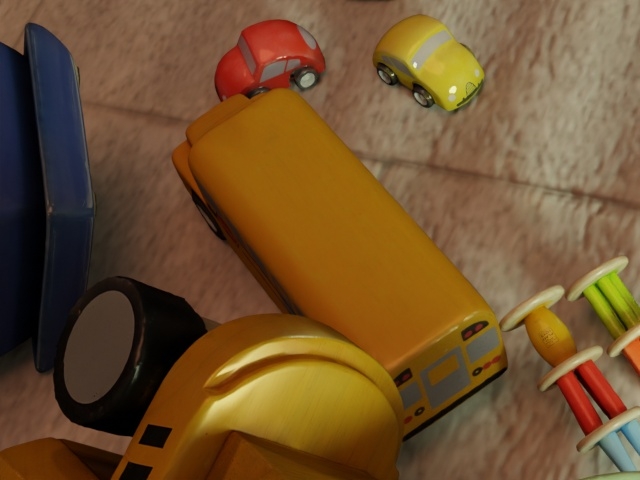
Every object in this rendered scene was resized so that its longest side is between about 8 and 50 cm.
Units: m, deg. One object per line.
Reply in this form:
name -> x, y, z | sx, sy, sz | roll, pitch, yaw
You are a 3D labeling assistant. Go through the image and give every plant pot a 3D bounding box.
plant pot -> -0.290, -0.030, 1.200 | 0.212, 0.236, 0.236 | -2, 51, -16

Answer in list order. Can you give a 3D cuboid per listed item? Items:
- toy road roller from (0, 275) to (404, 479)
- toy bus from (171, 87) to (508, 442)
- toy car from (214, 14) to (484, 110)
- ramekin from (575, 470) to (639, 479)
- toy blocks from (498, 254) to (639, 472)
toy road roller -> -0.070, 0.198, 0.920 | 0.240, 0.202, 0.329 | 33, 97, 52
toy bus -> 0.000, 0.000, 1.167 | 0.108, 0.130, 0.333 | -34, 54, -8
toy car -> 0.032, -0.213, 1.350 | 0.239, 0.053, 0.225 | 2, 58, 18
ramekin -> 0.177, 0.293, 0.845 | 0.303, 0.148, 0.303 | 7, 58, -11
toy blocks -> 0.208, 0.094, 1.078 | 0.123, 0.054, 0.148 | -21, 71, -35
